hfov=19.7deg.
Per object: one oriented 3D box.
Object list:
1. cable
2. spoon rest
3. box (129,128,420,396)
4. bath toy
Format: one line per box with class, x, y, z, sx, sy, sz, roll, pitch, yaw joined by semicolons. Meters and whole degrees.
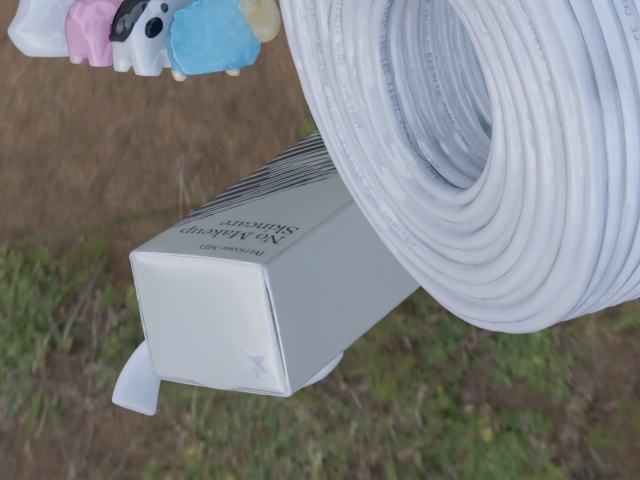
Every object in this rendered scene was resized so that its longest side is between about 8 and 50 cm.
cable;0.076;-0.083;0.836;0.089;0.257;0.257;-21;114;-23
spoon rest;-0.097;0.112;1.812;0.137;0.276;0.084;24;62;-40
box;0.000;0.000;1.237;0.113;0.275;0.094;4;115;31
bath toy;-0.194;-0.246;1.903;0.151;0.348;0.129;-12;106;-41
